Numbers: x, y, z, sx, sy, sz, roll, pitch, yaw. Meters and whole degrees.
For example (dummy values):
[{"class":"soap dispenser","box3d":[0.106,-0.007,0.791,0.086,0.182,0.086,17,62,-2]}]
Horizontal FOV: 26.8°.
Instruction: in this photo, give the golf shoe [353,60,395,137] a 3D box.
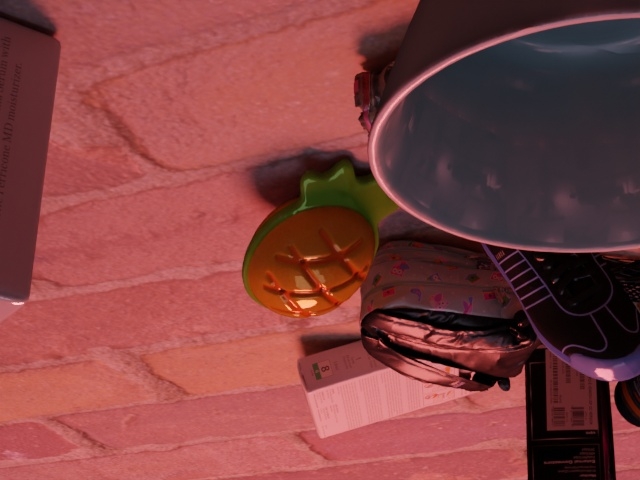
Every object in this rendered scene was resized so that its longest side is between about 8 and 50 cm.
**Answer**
[{"class":"golf shoe","box3d":[0.103,-0.085,1.101,0.086,0.067,0.186,-15,150,26]}]

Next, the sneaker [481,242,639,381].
[{"class":"sneaker","box3d":[0.199,0.021,1.157,0.081,0.232,0.090,-32,139,-8]}]

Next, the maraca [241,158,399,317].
[{"class":"maraca","box3d":[0.000,0.000,1.255,0.127,0.099,0.185,11,127,-31]}]

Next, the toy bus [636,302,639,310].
[{"class":"toy bus","box3d":[0.332,0.023,1.156,0.220,0.211,0.149,21,149,-32]}]

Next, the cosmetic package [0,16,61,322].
[{"class":"cosmetic package","box3d":[-0.428,-0.089,0.931,0.453,0.230,0.161,19,150,-31]}]

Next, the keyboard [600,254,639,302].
[{"class":"keyboard","box3d":[0.278,0.045,1.399,0.192,0.038,0.100,8,153,-16]}]

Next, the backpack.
[{"class":"backpack","box3d":[0.128,0.072,1.365,0.182,0.115,0.152,10,143,-4]}]

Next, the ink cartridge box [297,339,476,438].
[{"class":"ink cartridge box","box3d":[0.090,0.167,1.664,0.225,0.056,0.181,-18,154,-3]}]

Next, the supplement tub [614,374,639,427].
[{"class":"supplement tub","box3d":[0.409,0.153,1.536,0.106,0.106,0.198,8,153,-13]}]

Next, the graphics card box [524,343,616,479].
[{"class":"graphics card box","box3d":[0.293,0.302,1.546,0.094,0.371,0.233,-6,152,14]}]

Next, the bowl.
[{"class":"bowl","box3d":[0.188,-0.128,0.903,0.312,0.163,0.311,1,154,1]}]
